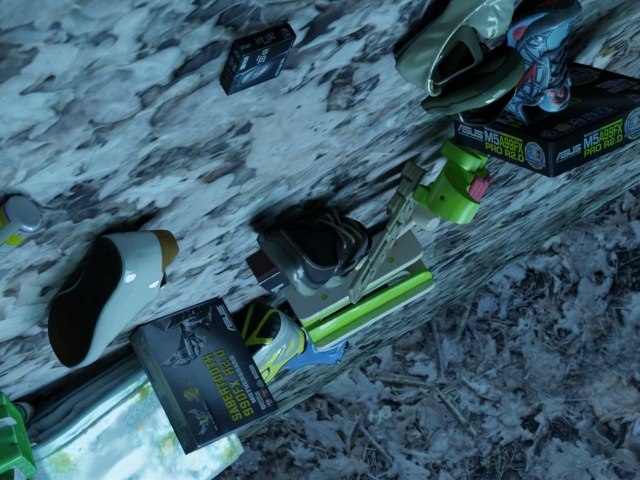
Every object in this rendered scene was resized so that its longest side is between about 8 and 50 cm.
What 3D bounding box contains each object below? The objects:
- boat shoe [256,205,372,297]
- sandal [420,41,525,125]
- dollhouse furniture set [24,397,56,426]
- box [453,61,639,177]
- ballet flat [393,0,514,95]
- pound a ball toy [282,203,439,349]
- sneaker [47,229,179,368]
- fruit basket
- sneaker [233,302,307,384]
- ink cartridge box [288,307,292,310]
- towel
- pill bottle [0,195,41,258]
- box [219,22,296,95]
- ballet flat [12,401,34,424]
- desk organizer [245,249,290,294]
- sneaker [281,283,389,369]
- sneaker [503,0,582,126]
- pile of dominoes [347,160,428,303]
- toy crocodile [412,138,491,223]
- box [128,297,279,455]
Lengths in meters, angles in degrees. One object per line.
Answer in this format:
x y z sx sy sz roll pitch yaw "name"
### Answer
0.000 0.000 1.900 0.130 0.132 0.355 -43 173 10 "boat shoe"
0.206 -0.188 1.516 0.120 0.086 0.303 -45 -171 5 "sandal"
-0.458 0.332 2.166 0.129 0.129 0.183 -42 128 -8 "dollhouse furniture set"
0.376 -0.192 1.810 0.270 0.216 0.060 -23 121 -27 "box"
0.179 -0.255 1.386 0.086 0.086 0.248 -20 163 -37 "ballet flat"
0.080 0.043 2.247 0.319 0.135 0.208 -30 142 -3 "pound a ball toy"
-0.275 0.083 1.594 0.123 0.106 0.290 -15 159 -41 "sneaker"
-0.612 0.358 1.768 0.353 0.165 0.327 -24 166 -14 "fruit basket"
-0.184 0.278 2.356 0.385 0.145 0.147 -35 139 26 "sneaker"
-0.028 0.170 2.601 0.179 0.045 0.145 -10 157 -50 "ink cartridge box"
-0.336 0.375 2.126 0.374 0.090 0.320 -33 125 -20 "towel"
-0.340 -0.009 1.251 0.083 0.043 0.043 -36 166 24 "pill bottle"
-0.066 -0.190 1.232 0.067 0.018 0.083 -25 166 -26 "box"
-0.562 0.334 2.021 0.168 0.057 0.052 -32 177 7 "ballet flat"
-0.086 0.053 2.017 0.047 0.050 0.130 -31 167 2 "desk organizer"
0.018 0.173 2.436 0.330 0.129 0.147 -30 136 28 "sneaker"
0.318 -0.246 1.628 0.104 0.125 0.262 -28 167 -15 "sneaker"
0.100 -0.011 1.953 0.251 0.040 0.196 -58 172 -11 "pile of dominoes"
0.233 -0.094 1.931 0.115 0.105 0.340 -59 172 12 "toy crocodile"
-0.202 0.232 2.037 0.183 0.231 0.056 -18 165 -40 "box"
